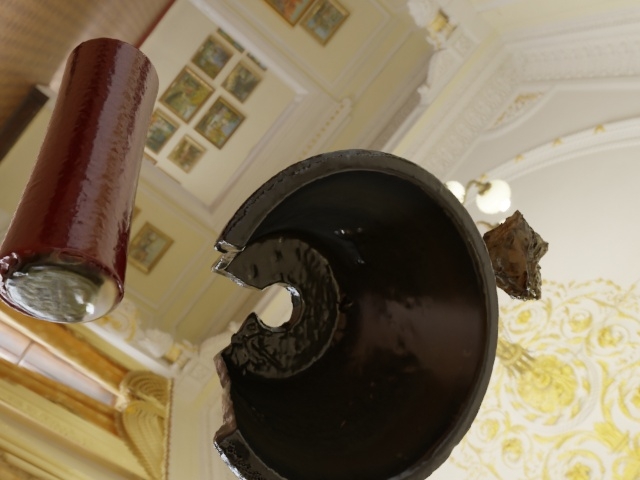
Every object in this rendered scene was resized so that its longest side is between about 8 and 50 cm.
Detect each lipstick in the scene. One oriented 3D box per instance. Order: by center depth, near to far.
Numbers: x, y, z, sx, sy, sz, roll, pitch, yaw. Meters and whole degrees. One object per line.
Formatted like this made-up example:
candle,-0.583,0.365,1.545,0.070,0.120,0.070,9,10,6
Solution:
lipstick,-0.169,-0.055,0.430,0.080,0.080,0.241,-40,-141,32

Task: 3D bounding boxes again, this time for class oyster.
oyster,0.314,0.028,0.937,0.105,0.056,0.177,-41,-148,16

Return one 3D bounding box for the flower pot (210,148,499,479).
flower pot,0.004,0.094,0.712,0.379,0.379,0.251,-58,-158,-17
